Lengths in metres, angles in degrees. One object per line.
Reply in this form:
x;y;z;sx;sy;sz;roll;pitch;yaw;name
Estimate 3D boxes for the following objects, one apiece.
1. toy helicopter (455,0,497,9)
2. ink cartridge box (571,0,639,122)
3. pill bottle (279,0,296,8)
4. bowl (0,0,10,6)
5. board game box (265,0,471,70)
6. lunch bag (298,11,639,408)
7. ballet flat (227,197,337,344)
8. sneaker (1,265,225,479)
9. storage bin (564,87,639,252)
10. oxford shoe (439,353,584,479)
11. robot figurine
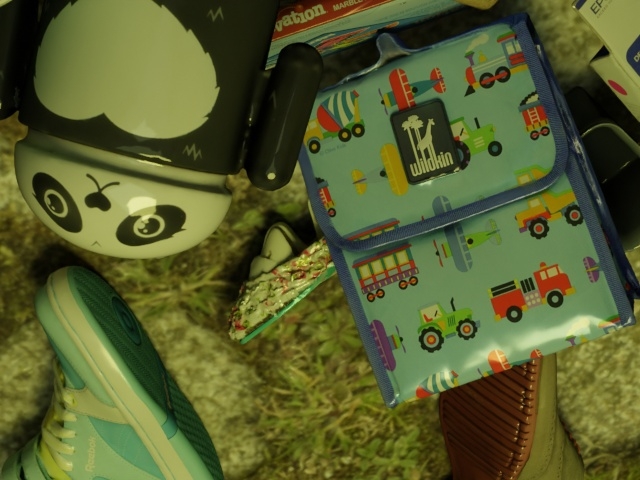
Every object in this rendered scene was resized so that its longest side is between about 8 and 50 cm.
0.164;-0.330;1.258;0.140;0.235;0.355;11;111;-17;toy helicopter
0.352;-0.148;1.514;0.176;0.069;0.371;-51;124;-7;ink cartridge box
-0.054;-0.270;1.384;0.094;0.094;0.169;0;126;-9;pill bottle
-0.241;-0.300;1.188;0.311;0.163;0.312;2;98;17;bowl
0.047;-0.189;1.442;0.281;0.145;0.027;-18;84;4;board game box
0.114;-0.040;1.492;0.221;0.138;0.293;-21;94;15;lunch bag
0.000;0.000;1.612;0.241;0.091;0.077;-35;93;11;ballet flat
-0.237;0.178;1.664;0.208;0.127;0.319;-23;125;6;sneaker
0.255;-0.074;1.579;0.098;0.091;0.135;-40;123;19;storage bin
0.200;0.199;1.779;0.130;0.123;0.348;-18;130;-29;oxford shoe
-0.127;-0.125;1.298;0.173;0.209;0.278;9;97;-42;robot figurine
